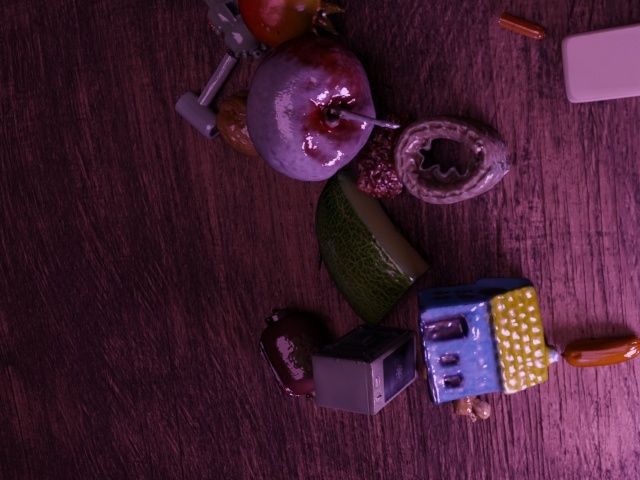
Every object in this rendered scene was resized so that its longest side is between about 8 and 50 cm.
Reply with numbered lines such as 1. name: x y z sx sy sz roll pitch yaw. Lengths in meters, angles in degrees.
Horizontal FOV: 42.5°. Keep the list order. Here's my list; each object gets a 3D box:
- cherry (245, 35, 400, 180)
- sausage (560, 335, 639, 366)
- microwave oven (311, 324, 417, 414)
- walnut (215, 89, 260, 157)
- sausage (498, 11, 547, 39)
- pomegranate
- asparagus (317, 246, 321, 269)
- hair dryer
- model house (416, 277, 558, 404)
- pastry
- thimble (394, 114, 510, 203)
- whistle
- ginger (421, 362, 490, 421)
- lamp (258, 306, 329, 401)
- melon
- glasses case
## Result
1. cherry: -0.029 -0.289 1.877 0.335 0.292 0.326 144 122 -64
2. sausage: 0.611 0.243 1.786 0.183 0.054 0.062 -10 125 31
3. microwave oven: 0.105 0.304 2.002 0.194 0.241 0.145 6 106 31
4. walnut: -0.183 -0.299 2.083 0.184 0.155 0.155 40 120 16
5. sausage: 0.430 -0.449 1.733 0.107 0.031 0.031 28 115 22
6. pomegranate: -0.068 -0.552 1.913 0.257 0.221 0.220 23 114 17
7. asparagus: 0.000 0.000 2.126 0.016 0.013 0.165 10 108 18
8. hair dryer: -0.275 -0.397 2.174 0.131 0.073 0.236 43 111 14
9. model house: 0.369 0.219 1.846 0.304 0.215 0.237 -10 98 2
10. pastry: 0.150 -0.200 1.918 0.097 0.115 0.208 13 95 41
11. thimble: 0.290 -0.184 1.823 0.229 0.148 0.195 -11 94 31
12. whistle: -0.226 -0.553 2.070 0.106 0.102 0.253 -41 82 36
13. ginger: 0.326 0.335 1.986 0.193 0.053 0.176 14 110 30
14. lamp: -0.065 0.293 2.142 0.180 0.180 0.258 -34 85 33
15. melon: 0.099 0.006 1.977 0.343 0.226 0.331 47 165 13
16. glasses case: 0.646 -0.356 1.595 0.337 0.076 0.143 -1 101 32
